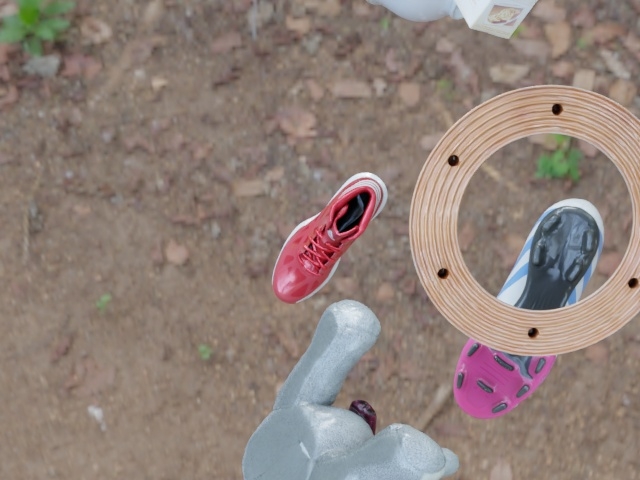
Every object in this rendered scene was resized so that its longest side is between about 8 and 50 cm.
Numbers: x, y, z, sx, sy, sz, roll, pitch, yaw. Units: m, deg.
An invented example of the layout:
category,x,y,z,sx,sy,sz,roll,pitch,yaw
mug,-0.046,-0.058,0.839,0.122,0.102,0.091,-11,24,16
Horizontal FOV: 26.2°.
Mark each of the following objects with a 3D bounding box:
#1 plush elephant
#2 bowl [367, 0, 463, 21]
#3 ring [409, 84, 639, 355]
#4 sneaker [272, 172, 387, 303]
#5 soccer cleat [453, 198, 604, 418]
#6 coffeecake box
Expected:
category,x,y,z,sx,sy,sz,roll,pitch,yaw
plush elephant,0.048,0.294,1.626,0.330,0.255,0.272,-48,42,11
bowl,0.219,-0.450,2.207,0.298,0.298,0.134,-37,77,-25
ring,0.272,-0.023,1.679,0.336,0.337,0.032,-7,11,-4
sneaker,0.000,0.000,1.876,0.087,0.128,0.221,36,100,4
soccer cleat,0.294,0.094,1.873,0.116,0.331,0.143,30,16,11
coffeecake box,0.229,-0.364,1.664,0.068,0.185,0.142,8,44,-34
